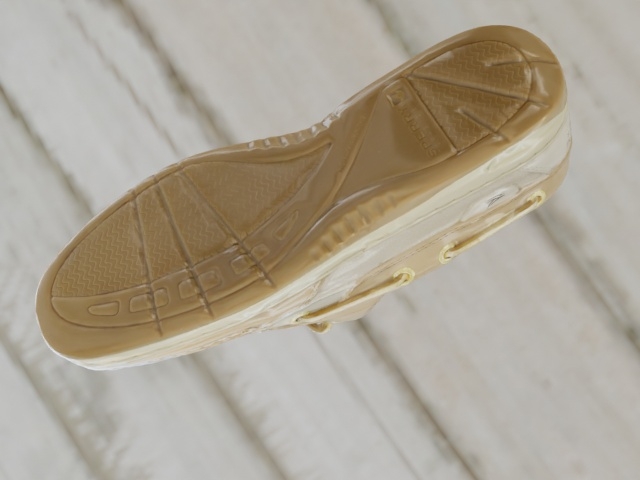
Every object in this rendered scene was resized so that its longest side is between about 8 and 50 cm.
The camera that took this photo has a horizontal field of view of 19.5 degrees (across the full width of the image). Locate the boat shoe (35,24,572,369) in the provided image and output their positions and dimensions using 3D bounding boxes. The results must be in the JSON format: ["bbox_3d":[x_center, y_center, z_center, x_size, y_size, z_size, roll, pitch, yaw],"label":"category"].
[{"bbox_3d":[0.000,0.000,0.553,0.059,0.170,0.063,60,7,-52],"label":"boat shoe"}]
